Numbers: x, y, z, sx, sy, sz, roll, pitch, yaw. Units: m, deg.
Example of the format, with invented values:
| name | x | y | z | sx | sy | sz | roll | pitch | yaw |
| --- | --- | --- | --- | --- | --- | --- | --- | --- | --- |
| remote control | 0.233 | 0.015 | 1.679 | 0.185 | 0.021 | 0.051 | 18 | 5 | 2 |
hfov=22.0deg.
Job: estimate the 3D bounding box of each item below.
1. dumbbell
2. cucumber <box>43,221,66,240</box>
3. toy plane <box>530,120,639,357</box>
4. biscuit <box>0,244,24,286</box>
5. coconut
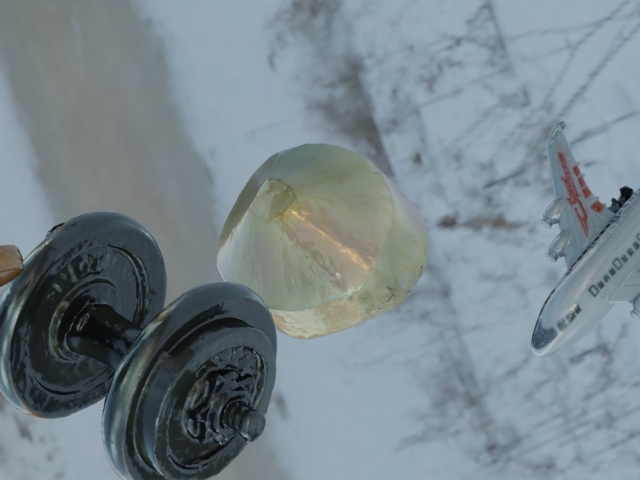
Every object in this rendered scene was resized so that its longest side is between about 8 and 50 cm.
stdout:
| name | x | y | z | sx | sy | sz | roll | pitch | yaw |
| --- | --- | --- | --- | --- | --- | --- | --- | --- | --- |
| dumbbell | -0.156 | 0.092 | 1.382 | 0.290 | 0.192 | 0.192 | 27 | 136 | 34 |
| cucumber | -0.262 | 0.008 | 1.800 | 0.181 | 0.053 | 0.053 | 9 | 118 | 67 |
| toy plane | 0.184 | 0.003 | 0.989 | 0.162 | 0.171 | 0.065 | 38 | -177 | 29 |
| biscuit | -0.341 | 0.062 | 1.248 | 0.165 | 0.250 | 0.036 | 38 | -148 | -82 |
| coconut | 0.000 | 0.000 | 2.019 | 0.259 | 0.259 | 0.259 | 48 | 150 | 40 |
